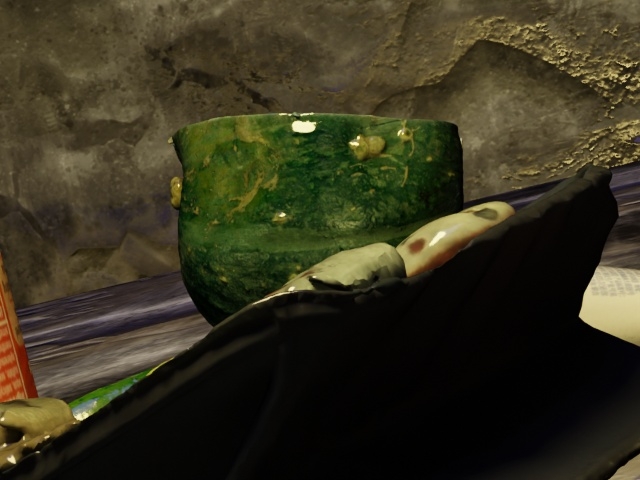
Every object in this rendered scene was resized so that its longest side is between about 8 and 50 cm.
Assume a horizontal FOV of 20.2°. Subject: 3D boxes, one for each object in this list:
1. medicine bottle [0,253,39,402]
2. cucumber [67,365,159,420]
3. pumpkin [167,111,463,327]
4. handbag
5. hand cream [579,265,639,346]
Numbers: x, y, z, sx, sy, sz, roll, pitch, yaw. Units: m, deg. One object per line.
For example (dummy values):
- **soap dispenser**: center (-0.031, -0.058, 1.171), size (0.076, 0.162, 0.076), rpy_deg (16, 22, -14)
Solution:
- **medicine bottle**: center (-0.300, 0.086, 1.064), size (0.252, 0.241, 0.252), rpy_deg (-13, 4, 1)
- **cucumber**: center (-0.111, 0.118, 1.292), size (0.250, 0.056, 0.056), rpy_deg (-18, 5, -34)
- **pumpkin**: center (0.000, 0.000, 1.585), size (0.263, 0.197, 0.293), rpy_deg (-2, -4, -4)
- **handbag**: center (-0.036, 0.089, 0.719), size (0.329, 0.122, 0.303), rpy_deg (-24, -1, 29)
- **hand cream**: center (0.197, 0.049, 1.121), size (0.247, 0.083, 0.133), rpy_deg (-4, 4, -7)
